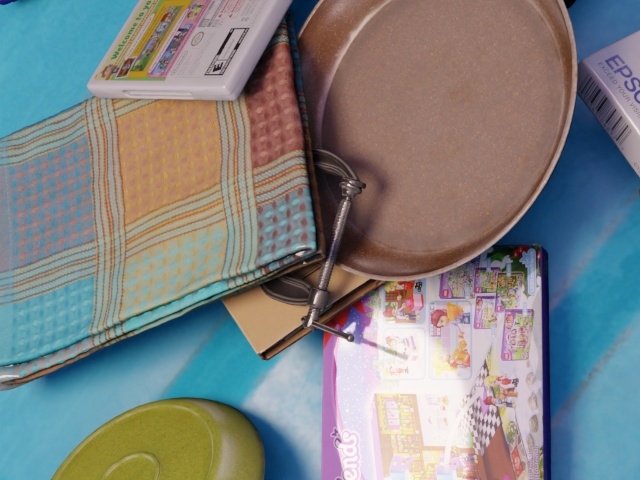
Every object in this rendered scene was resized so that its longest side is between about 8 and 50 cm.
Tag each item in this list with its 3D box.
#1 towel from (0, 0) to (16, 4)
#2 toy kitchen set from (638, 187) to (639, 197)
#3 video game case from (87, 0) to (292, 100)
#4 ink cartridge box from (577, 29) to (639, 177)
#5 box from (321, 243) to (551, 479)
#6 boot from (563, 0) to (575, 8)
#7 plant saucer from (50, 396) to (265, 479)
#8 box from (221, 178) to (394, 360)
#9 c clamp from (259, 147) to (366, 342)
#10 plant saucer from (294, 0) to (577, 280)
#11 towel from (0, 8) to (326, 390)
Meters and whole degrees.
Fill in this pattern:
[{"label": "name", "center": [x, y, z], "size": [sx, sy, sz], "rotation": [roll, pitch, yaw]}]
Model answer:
[{"label": "towel", "center": [-0.238, -0.401, 1.388], "size": [0.308, 0.076, 0.227], "rotation": [-24, 82, 10]}, {"label": "toy kitchen set", "center": [0.338, -0.058, 1.196], "size": [0.083, 0.075, 0.068], "rotation": [18, 43, -14]}, {"label": "video game case", "center": [-0.104, -0.220, 1.268], "size": [0.193, 0.023, 0.212], "rotation": [7, 61, 41]}, {"label": "ink cartridge box", "center": [0.363, -0.104, 1.135], "size": [0.224, 0.045, 0.223], "rotation": [-28, 73, -19]}, {"label": "box", "center": [0.103, 0.152, 1.204], "size": [0.201, 0.057, 0.293], "rotation": [-1, 80, 16]}, {"label": "boot", "center": [0.155, -0.291, 1.244], "size": [0.246, 0.094, 0.207], "rotation": [-43, 77, -2]}, {"label": "plant saucer", "center": [-0.164, 0.226, 1.200], "size": [0.241, 0.037, 0.241], "rotation": [-20, 36, 15]}, {"label": "box", "center": [-0.032, -0.006, 1.239], "size": [0.164, 0.021, 0.201], "rotation": [-34, 53, -4]}, {"label": "c clamp", "center": [0.000, 0.000, 1.164], "size": [0.137, 0.022, 0.160], "rotation": [9, 85, 46]}, {"label": "plant saucer", "center": [0.091, -0.115, 1.160], "size": [0.311, 0.050, 0.310], "rotation": [-11, 73, 37]}, {"label": "towel", "center": [-0.171, -0.040, 1.251], "size": [0.370, 0.040, 0.271], "rotation": [-22, 60, 25]}]
